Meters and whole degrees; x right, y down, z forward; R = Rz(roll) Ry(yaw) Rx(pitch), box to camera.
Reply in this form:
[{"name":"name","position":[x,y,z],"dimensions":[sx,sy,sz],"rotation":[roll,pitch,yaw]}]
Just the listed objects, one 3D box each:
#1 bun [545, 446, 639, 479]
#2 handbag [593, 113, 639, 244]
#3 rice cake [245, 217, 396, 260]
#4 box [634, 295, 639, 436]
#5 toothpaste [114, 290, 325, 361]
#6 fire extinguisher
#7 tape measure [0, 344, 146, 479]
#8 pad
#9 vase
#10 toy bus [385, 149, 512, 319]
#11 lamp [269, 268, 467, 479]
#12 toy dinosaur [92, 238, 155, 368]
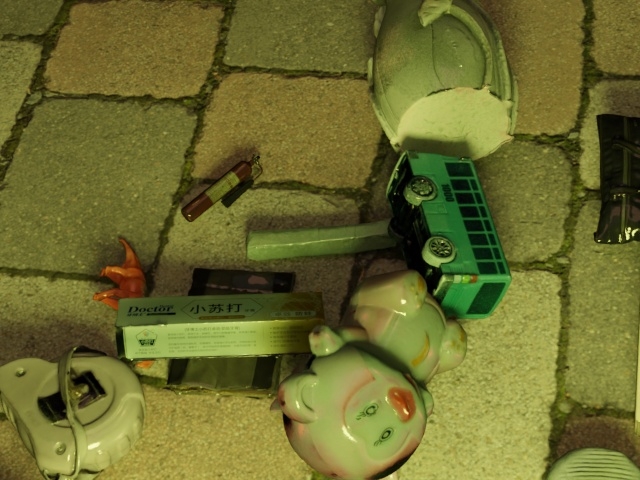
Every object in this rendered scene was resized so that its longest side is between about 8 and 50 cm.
[{"name":"bun","position":[0.370,0.348,1.783],"dimensions":[0.141,0.083,0.140],"rotation":[2,53,-2]},{"name":"handbag","position":[0.534,-0.091,2.084],"dimensions":[0.211,0.088,0.254],"rotation":[5,60,2]},{"name":"rice cake","position":[0.000,0.000,2.127],"dimensions":[0.245,0.042,0.045],"rotation":[-4,42,4]},{"name":"box","position":[0.558,0.118,1.900],"dimensions":[0.200,0.065,0.343],"rotation":[4,65,11]},{"name":"toothpaste","position":[-0.150,0.130,1.990],"dimensions":[0.313,0.071,0.089],"rotation":[-2,31,-2]},{"name":"fire extinguisher","position":[-0.156,-0.087,2.222],"dimensions":[0.173,0.035,0.049],"rotation":[-41,54,-17]},{"name":"tape measure","position":[-0.358,0.250,1.949],"dimensions":[0.197,0.120,0.236],"rotation":[-27,52,-21]},{"name":"pad","position":[-0.135,0.139,2.057],"dimensions":[0.174,0.022,0.233],"rotation":[2,53,10]},{"name":"vase","position":[0.187,-0.337,2.243],"dimensions":[0.250,0.250,0.445],"rotation":[-10,49,2]},{"name":"toy bus","position":[0.194,-0.010,2.038],"dimensions":[0.147,0.128,0.256],"rotation":[1,52,-18]},{"name":"lamp","position":[0.051,0.201,1.885],"dimensions":[0.247,0.247,0.301],"rotation":[-11,38,41]},{"name":"toy dinosaur","position":[-0.307,0.092,2.096],"dimensions":[0.102,0.055,0.279],"rotation":[7,49,-14]}]
